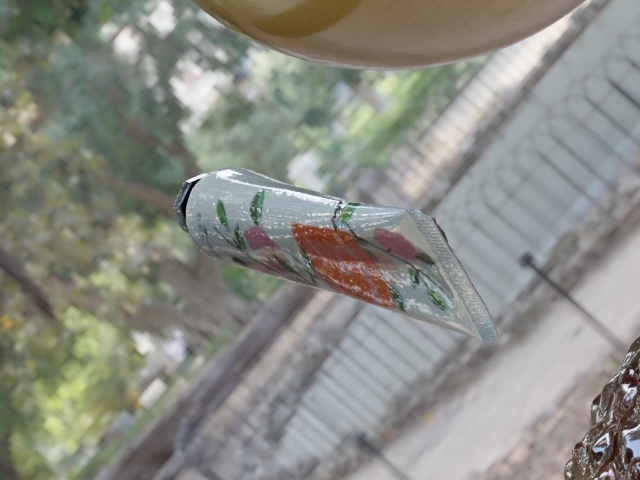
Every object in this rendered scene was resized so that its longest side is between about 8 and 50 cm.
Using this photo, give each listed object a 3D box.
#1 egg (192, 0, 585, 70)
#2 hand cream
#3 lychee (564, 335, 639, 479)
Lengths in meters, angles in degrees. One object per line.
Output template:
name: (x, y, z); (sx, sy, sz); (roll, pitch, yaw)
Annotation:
egg: (0.045, -0.214, 0.953); (0.322, 0.250, 0.250); (-30, -9, -37)
hand cream: (0.000, 0.000, 0.897); (0.050, 0.080, 0.234); (-43, 29, -20)
lychee: (0.205, 0.118, 0.671); (0.260, 0.260, 0.260); (-49, 3, 3)
